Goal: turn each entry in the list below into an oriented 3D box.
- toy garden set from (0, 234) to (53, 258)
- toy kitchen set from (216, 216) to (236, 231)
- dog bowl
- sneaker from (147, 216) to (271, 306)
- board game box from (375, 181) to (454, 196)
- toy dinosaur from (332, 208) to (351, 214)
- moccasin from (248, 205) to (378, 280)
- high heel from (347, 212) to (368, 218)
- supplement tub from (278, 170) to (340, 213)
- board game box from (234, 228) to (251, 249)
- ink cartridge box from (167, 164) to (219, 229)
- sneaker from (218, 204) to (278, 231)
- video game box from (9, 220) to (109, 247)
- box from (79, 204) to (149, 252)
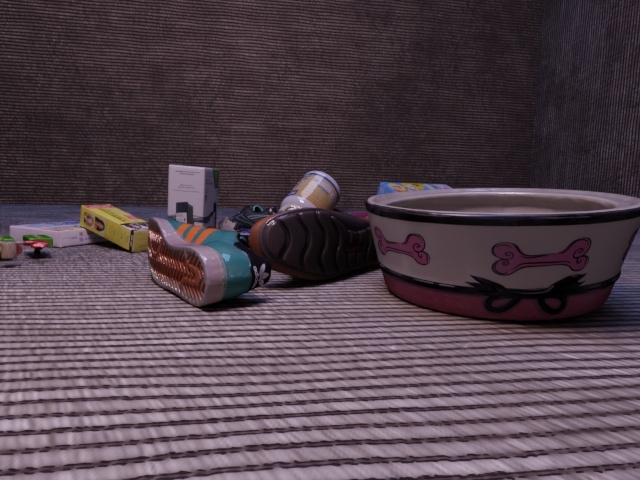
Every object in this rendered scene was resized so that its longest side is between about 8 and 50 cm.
[{"bbox_3d":[-0.666,0.023,0.865,0.244,0.049,0.203,-3,7,-40],"label":"toy garden set"},{"bbox_3d":[-0.273,-0.005,1.275,0.068,0.075,0.083,36,36,-18],"label":"toy kitchen set"},{"bbox_3d":[0.276,0.003,0.717,0.407,0.151,0.408,-1,11,0],"label":"dog bowl"},{"bbox_3d":[-0.193,0.029,0.718,0.121,0.108,0.302,-3,16,-38],"label":"sneaker"},{"bbox_3d":[0.370,-0.077,1.322,0.301,0.086,0.308,-3,30,-36],"label":"board game box"},{"bbox_3d":[0.172,-0.047,1.470,0.313,0.121,0.160,-1,-6,12],"label":"toy dinosaur"},{"bbox_3d":[0.000,-0.003,0.860,0.146,0.139,0.380,-1,7,36],"label":"moccasin"},{"bbox_3d":[0.153,-0.020,1.118,0.376,0.127,0.181,7,1,6],"label":"high heel"},{"bbox_3d":[-0.038,-0.112,1.403,0.144,0.144,0.200,6,45,33],"label":"supplement tub"},{"bbox_3d":[-0.144,-0.001,1.162,0.170,0.048,0.141,2,8,0],"label":"board game box"},{"bbox_3d":[-0.309,-0.074,1.076,0.086,0.209,0.153,5,8,-1],"label":"ink cartridge box"},{"bbox_3d":[-0.223,-0.060,1.396,0.267,0.106,0.101,5,9,37],"label":"sneaker"},{"bbox_3d":[-0.692,-0.020,1.202,0.205,0.048,0.187,5,10,24],"label":"video game box"},{"bbox_3d":[-0.510,-0.034,1.122,0.232,0.058,0.087,20,16,31],"label":"box"}]
